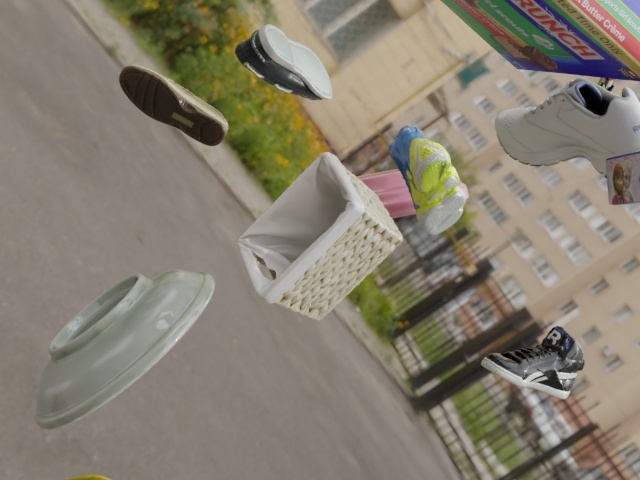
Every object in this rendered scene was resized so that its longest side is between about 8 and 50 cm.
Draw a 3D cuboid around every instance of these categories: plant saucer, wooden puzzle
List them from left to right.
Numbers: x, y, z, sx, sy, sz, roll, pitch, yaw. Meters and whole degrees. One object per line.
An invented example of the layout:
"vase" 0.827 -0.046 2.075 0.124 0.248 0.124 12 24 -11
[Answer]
"plant saucer" -0.372 0.162 1.721 0.101 0.400 0.400 52 6 -16
"plant saucer" 0.121 -0.091 1.893 0.332 0.332 0.084 -50 129 -84
"wooden puzzle" 0.544 -0.298 1.827 0.014 0.078 0.116 43 -39 26

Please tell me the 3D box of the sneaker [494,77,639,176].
"sneaker" 0.365 -0.178 1.397 0.297 0.111 0.129 13 -42 54

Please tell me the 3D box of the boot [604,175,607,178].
"boot" 0.540 -0.154 1.676 0.121 0.045 0.099 12 -64 48

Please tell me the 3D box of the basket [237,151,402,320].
"basket" 0.000 0.000 1.154 0.103 0.167 0.113 32 21 -40

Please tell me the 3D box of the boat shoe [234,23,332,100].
"boat shoe" -0.075 -0.376 2.095 0.302 0.091 0.114 31 44 -55

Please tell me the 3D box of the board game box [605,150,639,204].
"board game box" 0.543 -0.090 1.098 0.318 0.317 0.066 177 -92 -81

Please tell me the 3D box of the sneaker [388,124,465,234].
"sneaker" 0.180 -0.113 1.651 0.126 0.091 0.240 59 -8 32

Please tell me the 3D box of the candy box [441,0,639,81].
"candy box" 0.280 -0.328 1.228 0.268 0.122 0.317 34 -2 -24

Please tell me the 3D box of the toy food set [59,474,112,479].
"toy food set" -0.413 0.447 1.516 0.071 0.217 0.128 117 -40 -84

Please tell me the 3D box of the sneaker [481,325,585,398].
"sneaker" 0.386 0.201 1.724 0.216 0.121 0.079 21 7 -36

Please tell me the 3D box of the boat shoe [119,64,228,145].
"boat shoe" -0.232 -0.220 1.535 0.190 0.068 0.072 36 27 -14
